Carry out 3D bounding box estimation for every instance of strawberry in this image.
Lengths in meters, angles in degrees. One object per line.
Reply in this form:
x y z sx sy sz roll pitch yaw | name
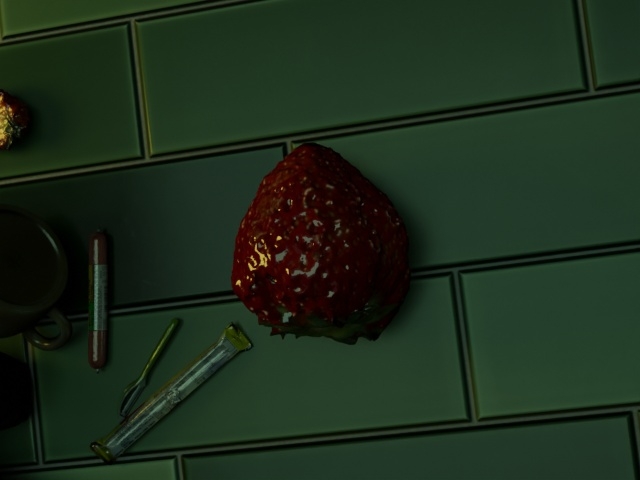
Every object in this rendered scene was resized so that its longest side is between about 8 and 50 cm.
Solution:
0.000 0.000 1.595 0.257 0.257 0.277 -1 72 12 | strawberry
-0.513 -0.188 1.801 0.152 0.048 0.104 21 99 26 | strawberry

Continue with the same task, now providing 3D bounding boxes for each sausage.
-0.337 0.090 1.758 0.029 0.029 0.223 -1 87 12 | sausage

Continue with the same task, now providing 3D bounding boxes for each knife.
-0.263 0.195 1.742 0.026 0.022 0.184 30 94 -15 | knife

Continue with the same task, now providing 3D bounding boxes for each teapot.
-0.485 0.069 1.728 0.267 0.185 0.175 46 132 -12 | teapot

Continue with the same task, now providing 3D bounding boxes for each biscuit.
-0.225 0.232 1.727 0.292 0.026 0.048 -40 104 6 | biscuit

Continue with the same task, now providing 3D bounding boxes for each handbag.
-0.554 0.224 1.727 0.215 0.169 0.155 -10 71 13 | handbag

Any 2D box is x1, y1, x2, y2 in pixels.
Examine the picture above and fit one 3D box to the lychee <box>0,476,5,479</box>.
-0.569 0.453 1.657 0.330 0.306 0.306 22 92 38 | lychee
